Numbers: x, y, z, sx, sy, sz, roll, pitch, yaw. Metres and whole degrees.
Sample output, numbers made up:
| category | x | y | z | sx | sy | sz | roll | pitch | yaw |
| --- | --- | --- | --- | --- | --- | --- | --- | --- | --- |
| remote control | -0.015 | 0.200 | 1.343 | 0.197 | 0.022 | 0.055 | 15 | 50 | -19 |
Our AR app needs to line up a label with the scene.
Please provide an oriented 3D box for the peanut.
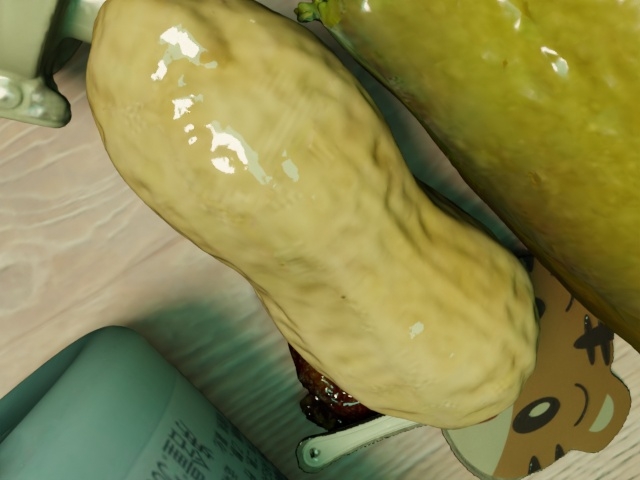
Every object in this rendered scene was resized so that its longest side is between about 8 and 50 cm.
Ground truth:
| category | x | y | z | sx | sy | sz | roll | pitch | yaw |
| --- | --- | --- | --- | --- | --- | --- | --- | --- | --- |
| peanut | 0.000 | -0.012 | 0.437 | 0.274 | 0.125 | 0.111 | 47 | 72 | -26 |

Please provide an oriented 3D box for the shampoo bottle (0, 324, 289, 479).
| category | x | y | z | sx | sy | sz | roll | pitch | yaw |
| --- | --- | --- | --- | --- | --- | --- | --- | --- | --- |
| shampoo bottle | -0.097 | 0.265 | 0.437 | 0.331 | 0.331 | 0.343 | -41 | 100 | 4 |

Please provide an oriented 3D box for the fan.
| category | x | y | z | sx | sy | sz | roll | pitch | yaw |
| --- | --- | --- | --- | --- | --- | --- | --- | --- | --- |
| fan | 0.088 | 0.089 | 0.543 | 0.226 | 0.008 | 0.152 | -18 | 108 | -20 |

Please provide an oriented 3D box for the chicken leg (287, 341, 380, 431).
| category | x | y | z | sx | sy | sz | roll | pitch | yaw |
| --- | --- | --- | --- | --- | --- | --- | --- | --- | --- |
| chicken leg | 0.000 | 0.000 | 0.540 | 0.106 | 0.051 | 0.253 | -23 | 99 | 5 |

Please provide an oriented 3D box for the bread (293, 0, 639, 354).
| category | x | y | z | sx | sy | sz | roll | pitch | yaw |
| --- | --- | --- | --- | --- | --- | --- | --- | --- | --- |
| bread | 0.164 | -0.082 | 0.431 | 0.376 | 0.251 | 0.208 | 44 | 57 | -12 |

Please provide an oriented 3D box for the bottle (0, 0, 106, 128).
| category | x | y | z | sx | sy | sz | roll | pitch | yaw |
| --- | --- | --- | --- | --- | --- | --- | --- | --- | --- |
| bottle | -0.225 | -0.193 | 0.405 | 0.351 | 0.229 | 0.229 | 16 | 99 | -7 |
